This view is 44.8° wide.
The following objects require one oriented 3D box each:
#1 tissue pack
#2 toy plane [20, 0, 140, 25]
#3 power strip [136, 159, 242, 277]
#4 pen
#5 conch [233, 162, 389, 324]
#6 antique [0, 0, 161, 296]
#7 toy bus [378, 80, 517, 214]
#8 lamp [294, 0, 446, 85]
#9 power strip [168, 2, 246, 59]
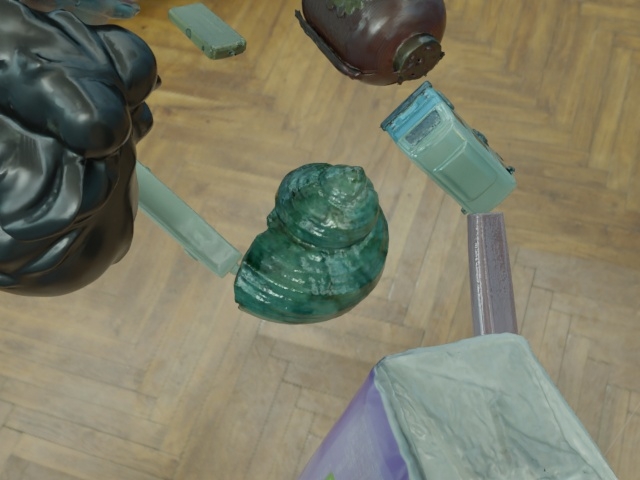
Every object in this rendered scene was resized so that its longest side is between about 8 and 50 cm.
[{"bbox_3d":[0.093,0.254,0.614,0.160,0.338,0.242,-9,58,-25],"label":"tissue pack"},{"bbox_3d":[-0.294,-0.291,0.921,0.104,0.326,0.223,30,107,-4],"label":"toy plane"},{"bbox_3d":[-0.271,-0.066,1.269,0.062,0.385,0.091,-50,22,-10],"label":"power strip"},{"bbox_3d":[0.186,0.068,0.836,0.053,0.032,0.197,-4,89,-29],"label":"pen"},{"bbox_3d":[0.002,-0.002,0.901,0.134,0.202,0.196,20,30,29],"label":"conch"},{"bbox_3d":[-0.267,-0.078,0.648,0.255,0.322,0.185,17,50,4],"label":"antique"},{"bbox_3d":[0.259,-0.155,1.484,0.133,0.271,0.165,-43,37,15],"label":"toy bus"},{"bbox_3d":[0.067,-0.327,1.114,0.180,0.180,0.258,-32,60,-11],"label":"lamp"},{"bbox_3d":[-0.196,-0.365,1.364,0.076,0.028,0.169,-22,53,-32],"label":"power strip"}]
